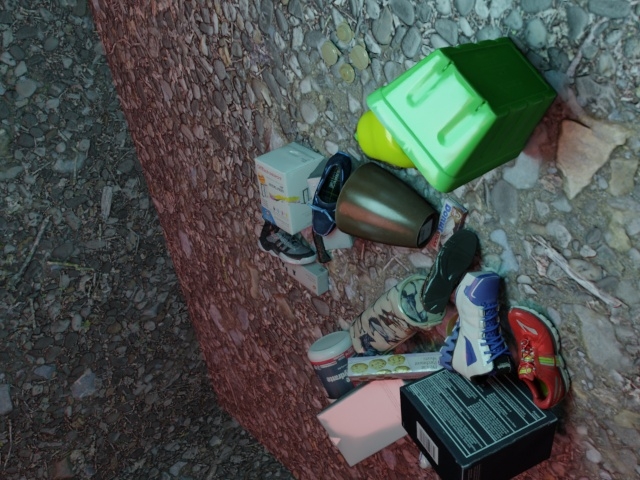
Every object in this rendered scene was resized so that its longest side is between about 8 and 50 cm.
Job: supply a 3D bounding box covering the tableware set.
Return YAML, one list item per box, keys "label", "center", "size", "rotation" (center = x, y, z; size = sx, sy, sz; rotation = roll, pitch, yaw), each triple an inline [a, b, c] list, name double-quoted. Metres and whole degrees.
- label: "tableware set"
  center: [0.067, -0.503, 1.638]
  size: [0.141, 0.020, 0.168]
  rotation: [57, 149, 2]

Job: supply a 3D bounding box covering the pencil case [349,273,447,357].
- label: "pencil case"
  center: [0.236, 0.253, 1.886]
  size: [0.184, 0.159, 0.410]
  rotation: [63, 151, 15]

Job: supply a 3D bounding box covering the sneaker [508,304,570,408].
- label: "sneaker"
  center: [0.537, 0.296, 1.515]
  size: [0.107, 0.118, 0.279]
  rotation: [-14, 104, 58]

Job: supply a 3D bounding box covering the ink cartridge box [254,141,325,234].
- label: "ink cartridge box"
  center: [-0.093, -0.176, 2.005]
  size: [0.171, 0.168, 0.233]
  rotation: [31, 138, 41]

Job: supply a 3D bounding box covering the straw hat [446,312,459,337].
- label: "straw hat"
  center: [0.418, 0.244, 1.701]
  size: [0.061, 0.144, 0.145]
  rotation: [-83, -25, -71]

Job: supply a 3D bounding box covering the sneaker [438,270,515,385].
- label: "sneaker"
  center: [0.429, 0.245, 1.557]
  size: [0.182, 0.127, 0.316]
  rotation: [39, 128, 49]

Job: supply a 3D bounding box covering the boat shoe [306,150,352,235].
- label: "boat shoe"
  center: [0.014, -0.121, 1.668]
  size: [0.109, 0.089, 0.258]
  rotation: [15, 121, 11]

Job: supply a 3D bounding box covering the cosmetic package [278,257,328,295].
- label: "cosmetic package"
  center: [-0.069, 0.110, 2.322]
  size: [0.239, 0.060, 0.099]
  rotation: [33, 141, 39]

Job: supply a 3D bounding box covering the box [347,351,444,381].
- label: "box"
  center: [0.245, 0.395, 1.889]
  size: [0.323, 0.067, 0.063]
  rotation: [-6, 148, 15]

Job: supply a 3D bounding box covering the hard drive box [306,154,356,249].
- label: "hard drive box"
  center: [0.051, -0.116, 1.818]
  size: [0.089, 0.181, 0.232]
  rotation: [-7, 114, 21]

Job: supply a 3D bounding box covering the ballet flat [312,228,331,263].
- label: "ballet flat"
  center: [0.000, 0.000, 2.156]
  size: [0.057, 0.049, 0.173]
  rotation: [-106, 5, -68]

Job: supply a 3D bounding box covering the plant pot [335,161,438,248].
- label: "plant pot"
  center: [0.195, -0.072, 1.648]
  size: [0.230, 0.215, 0.215]
  rotation: [29, 138, 31]

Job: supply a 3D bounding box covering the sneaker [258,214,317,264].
- label: "sneaker"
  center: [-0.128, -0.012, 2.265]
  size: [0.268, 0.101, 0.153]
  rotation: [20, 120, 32]

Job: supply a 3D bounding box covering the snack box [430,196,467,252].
- label: "snack box"
  center: [0.343, -0.031, 1.623]
  size: [0.064, 0.022, 0.178]
  rotation: [43, 146, 29]

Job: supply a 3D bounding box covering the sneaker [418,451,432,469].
- label: "sneaker"
  center: [0.409, 0.584, 1.785]
  size: [0.152, 0.305, 0.114]
  rotation: [31, 130, 32]

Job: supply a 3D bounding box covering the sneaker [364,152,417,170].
- label: "sneaker"
  center: [0.192, -0.220, 1.645]
  size: [0.188, 0.066, 0.071]
  rotation: [8, 123, 54]

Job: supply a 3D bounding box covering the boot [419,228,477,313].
- label: "boot"
  center: [0.333, 0.083, 1.630]
  size: [0.085, 0.236, 0.178]
  rotation: [27, 178, 6]

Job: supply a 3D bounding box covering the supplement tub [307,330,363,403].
- label: "supplement tub"
  center: [0.083, 0.500, 2.296]
  size: [0.191, 0.191, 0.272]
  rotation: [-8, 109, 58]

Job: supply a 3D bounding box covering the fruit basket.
- label: "fruit basket"
  center: [0.242, -0.235, 1.260]
  size: [0.283, 0.392, 0.392]
  rotation: [54, 149, 11]

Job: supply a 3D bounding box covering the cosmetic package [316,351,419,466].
- label: "cosmetic package"
  center: [0.200, 0.578, 2.063]
  size: [0.385, 0.156, 0.217]
  rotation: [-39, 80, 30]

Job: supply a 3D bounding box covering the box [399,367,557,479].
- label: "box"
  center: [0.415, 0.490, 1.630]
  size: [0.296, 0.294, 0.183]
  rotation: [-130, 26, -50]
